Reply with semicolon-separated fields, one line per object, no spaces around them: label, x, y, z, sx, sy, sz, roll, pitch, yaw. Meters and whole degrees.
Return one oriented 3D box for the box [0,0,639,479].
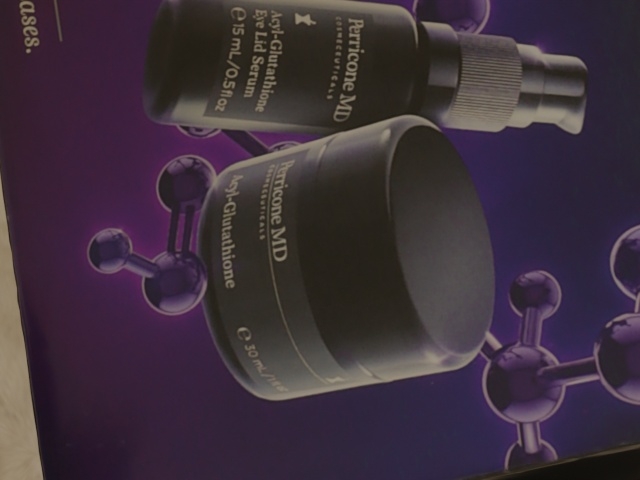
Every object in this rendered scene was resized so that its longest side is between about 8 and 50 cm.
box;0.015;-0.060;0.479;0.184;0.103;0.261;-12;73;4
